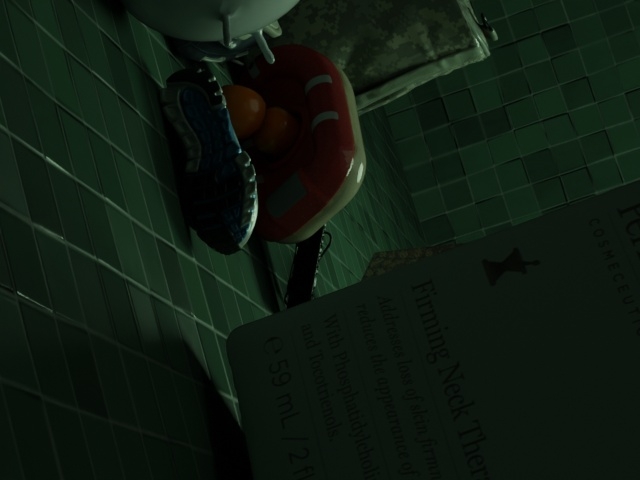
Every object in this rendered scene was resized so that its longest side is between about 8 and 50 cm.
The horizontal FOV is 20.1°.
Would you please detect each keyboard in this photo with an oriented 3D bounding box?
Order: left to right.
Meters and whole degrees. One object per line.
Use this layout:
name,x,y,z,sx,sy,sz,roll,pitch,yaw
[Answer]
keyboard,0.000,0.000,1.931,0.100,0.038,0.192,131,-26,-59

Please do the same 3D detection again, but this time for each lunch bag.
lunch bag,0.034,-0.275,2.165,0.212,0.305,0.256,50,19,-62

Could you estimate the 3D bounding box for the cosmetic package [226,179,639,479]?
cosmetic package,0.176,0.216,1.467,0.329,0.393,0.327,-106,173,-45

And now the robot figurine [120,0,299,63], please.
robot figurine,-0.115,-0.330,1.616,0.300,0.199,0.353,-7,77,-61

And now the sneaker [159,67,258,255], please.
sneaker,-0.093,-0.063,1.649,0.083,0.071,0.191,69,6,-59

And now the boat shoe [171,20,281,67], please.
boat shoe,-0.099,-0.230,1.899,0.095,0.079,0.254,55,13,-9

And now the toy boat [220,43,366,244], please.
toy boat,-0.052,-0.117,1.890,0.151,0.151,0.231,30,32,-32

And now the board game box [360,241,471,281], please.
board game box,0.138,0.189,2.102,0.291,0.141,0.232,68,31,-29
